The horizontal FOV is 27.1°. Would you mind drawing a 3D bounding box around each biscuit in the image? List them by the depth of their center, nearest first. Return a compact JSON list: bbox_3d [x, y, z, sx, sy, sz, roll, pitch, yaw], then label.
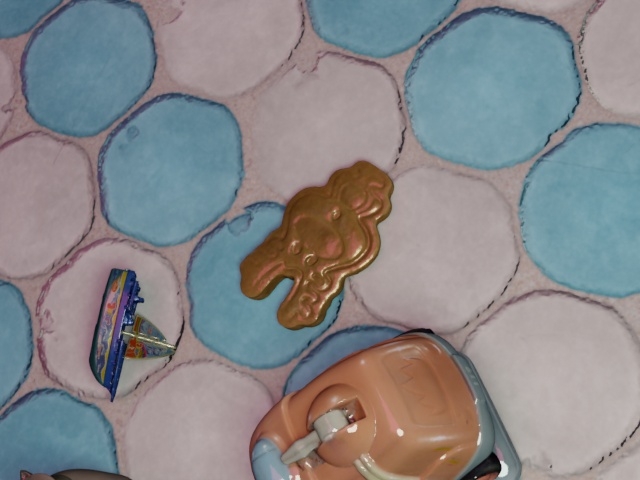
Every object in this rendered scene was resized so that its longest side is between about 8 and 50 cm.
[{"bbox_3d":[0.003,0.001,1.705,0.144,0.040,0.236,39,92,21],"label":"biscuit"}]

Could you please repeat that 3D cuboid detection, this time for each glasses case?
[{"bbox_3d":[0.175,0.214,1.560,0.067,0.045,0.178,-30,66,12],"label":"glasses case"}]

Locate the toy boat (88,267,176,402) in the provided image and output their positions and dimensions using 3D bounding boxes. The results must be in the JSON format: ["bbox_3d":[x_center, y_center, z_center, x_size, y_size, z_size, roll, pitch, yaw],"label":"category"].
[{"bbox_3d":[-0.242,0.129,1.740,0.110,0.091,0.175,13,81,-3],"label":"toy boat"}]

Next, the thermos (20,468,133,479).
[{"bbox_3d":[-0.291,0.339,1.622,0.105,0.193,0.137,-38,65,5],"label":"thermos"}]

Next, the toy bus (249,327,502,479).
[{"bbox_3d":[0.046,0.230,1.487,0.288,0.232,0.194,-40,65,29],"label":"toy bus"}]
